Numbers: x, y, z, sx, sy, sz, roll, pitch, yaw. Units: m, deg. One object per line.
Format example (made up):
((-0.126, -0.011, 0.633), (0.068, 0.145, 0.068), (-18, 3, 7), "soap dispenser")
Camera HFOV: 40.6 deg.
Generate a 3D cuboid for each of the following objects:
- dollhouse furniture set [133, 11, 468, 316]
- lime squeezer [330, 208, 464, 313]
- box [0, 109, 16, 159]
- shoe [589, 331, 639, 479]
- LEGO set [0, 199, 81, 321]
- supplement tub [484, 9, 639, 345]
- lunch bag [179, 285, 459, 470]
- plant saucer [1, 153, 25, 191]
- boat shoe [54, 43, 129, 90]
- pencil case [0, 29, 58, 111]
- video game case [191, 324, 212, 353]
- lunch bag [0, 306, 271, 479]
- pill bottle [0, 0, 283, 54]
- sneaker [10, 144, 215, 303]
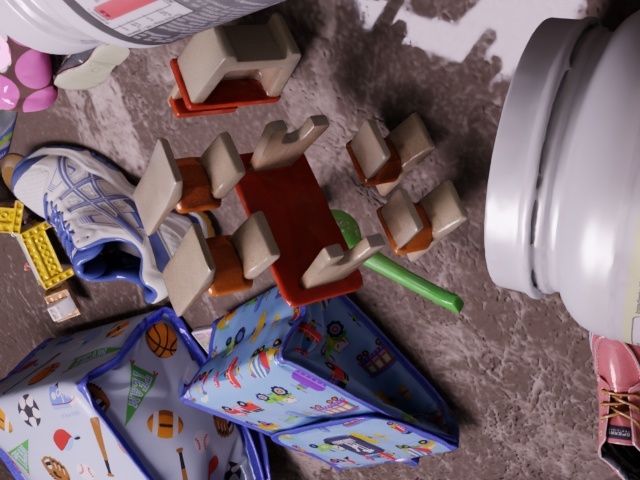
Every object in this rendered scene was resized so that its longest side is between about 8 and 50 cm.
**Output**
((-0.044, -0.063, 0.781), (0.135, 0.262, 0.259), (-47, 61, 51), "dollhouse furniture set")
((0.000, 0.000, 0.903), (0.310, 0.058, 0.110), (13, 170, 40), "lime squeezer")
((-0.429, -0.129, 1.071), (0.042, 0.109, 0.178), (36, 139, -1), "box")
((0.303, 0.161, 0.854), (0.063, 0.081, 0.178), (-5, 125, 37), "shoe")
((-0.451, 0.002, 1.220), (0.287, 0.132, 0.107), (34, 171, -41), "LEGO set")
((0.294, -0.030, 0.564), (0.325, 0.235, 0.235), (13, 134, 25), "supplement tub")
((0.017, 0.193, 1.074), (0.293, 0.138, 0.221), (38, 140, -20), "lunch bag")
((-0.402, -0.079, 1.171), (0.083, 0.015, 0.083), (19, 136, 19), "plant saucer")
((-0.246, -0.200, 0.930), (0.137, 0.049, 0.043), (-22, 71, 47), "boat shoe")
((-0.338, -0.242, 0.922), (0.095, 0.098, 0.209), (-1, 135, -10), "pencil case")
((-0.116, 0.165, 1.203), (0.087, 0.011, 0.122), (-15, 118, 42), "video game case")
((-0.270, 0.317, 1.286), (0.328, 0.239, 0.385), (-18, 109, 41), "lunch bag")
((-0.106, -0.263, 0.644), (0.363, 0.210, 0.210), (-8, 123, 39), "pill bottle")
((-0.279, -0.022, 1.052), (0.296, 0.131, 0.112), (19, 138, 21), "sneaker")
